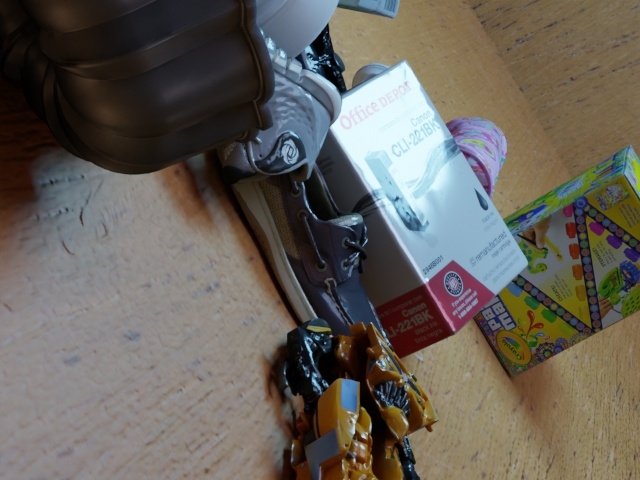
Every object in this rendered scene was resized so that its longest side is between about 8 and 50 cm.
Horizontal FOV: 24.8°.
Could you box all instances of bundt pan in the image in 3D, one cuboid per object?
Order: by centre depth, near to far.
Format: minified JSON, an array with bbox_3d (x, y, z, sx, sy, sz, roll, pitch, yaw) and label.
[{"bbox_3d":[-0.174,-0.183,1.016,0.331,0.124,0.331,50,-17,22],"label":"bundt pan"}]

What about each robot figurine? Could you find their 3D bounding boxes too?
[{"bbox_3d":[0.046,0.184,1.262,0.211,0.085,0.291,53,19,-25],"label":"robot figurine"}]

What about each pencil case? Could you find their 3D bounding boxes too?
[{"bbox_3d":[0.211,-0.108,2.150,0.124,0.124,0.284,58,16,-5],"label":"pencil case"}]

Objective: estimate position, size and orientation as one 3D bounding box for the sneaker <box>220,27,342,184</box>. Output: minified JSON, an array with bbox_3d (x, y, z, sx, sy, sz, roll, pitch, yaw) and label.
[{"bbox_3d":[-0.083,-0.123,1.315,0.229,0.086,0.132,28,66,-28],"label":"sneaker"}]

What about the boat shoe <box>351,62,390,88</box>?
[{"bbox_3d":[0.113,-0.125,1.940,0.258,0.095,0.084,61,13,9],"label":"boat shoe"}]

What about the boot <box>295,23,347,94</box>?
[{"bbox_3d":[0.025,-0.181,1.773,0.246,0.094,0.207,2,64,-62],"label":"boot"}]

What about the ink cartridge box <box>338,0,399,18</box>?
[{"bbox_3d":[-0.036,-0.315,1.743,0.189,0.232,0.066,-16,114,-73],"label":"ink cartridge box"}]

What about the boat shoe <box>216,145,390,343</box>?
[{"bbox_3d":[0.000,0.000,1.421,0.285,0.092,0.103,61,17,3],"label":"boat shoe"}]

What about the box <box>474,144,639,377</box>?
[{"bbox_3d":[0.362,0.022,2.086,0.177,0.279,0.290,59,18,-3],"label":"box"}]

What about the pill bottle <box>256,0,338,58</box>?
[{"bbox_3d":[-0.145,-0.326,1.361,0.361,0.204,0.204,45,22,-38],"label":"pill bottle"}]

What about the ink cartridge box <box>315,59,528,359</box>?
[{"bbox_3d":[0.077,-0.034,1.564,0.273,0.114,0.197,58,39,-3],"label":"ink cartridge box"}]
